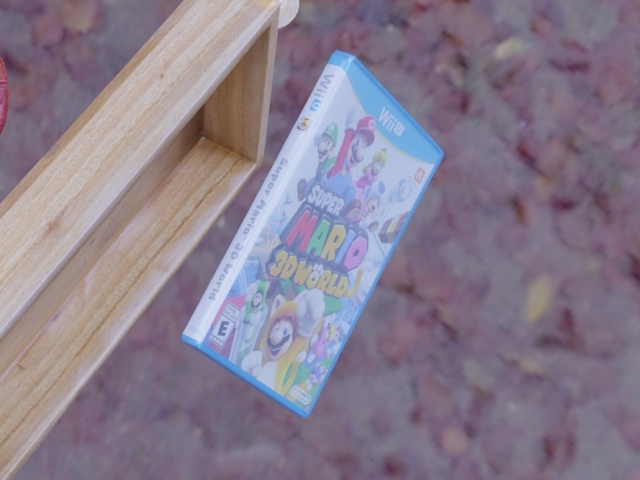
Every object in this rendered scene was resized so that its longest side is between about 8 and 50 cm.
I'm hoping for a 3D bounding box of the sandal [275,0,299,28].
[{"bbox_3d":[-0.099,-0.309,1.761,0.088,0.079,0.240,-39,100,-4],"label":"sandal"}]

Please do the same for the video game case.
[{"bbox_3d":[0.000,0.000,0.940,0.015,0.119,0.166,21,79,35],"label":"video game case"}]

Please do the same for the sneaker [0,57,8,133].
[{"bbox_3d":[-0.330,-0.126,1.495,0.087,0.128,0.221,-2,50,-34],"label":"sneaker"}]

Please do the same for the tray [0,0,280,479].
[{"bbox_3d":[-0.172,-0.006,1.394,0.076,0.203,0.411,27,55,13],"label":"tray"}]
